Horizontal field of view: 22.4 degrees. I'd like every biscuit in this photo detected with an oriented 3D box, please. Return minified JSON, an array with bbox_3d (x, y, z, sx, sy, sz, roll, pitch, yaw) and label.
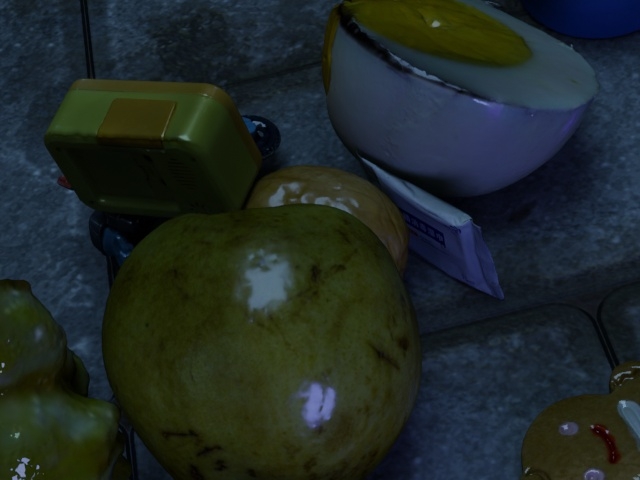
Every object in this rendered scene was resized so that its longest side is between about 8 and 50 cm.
[{"bbox_3d":[0.301,0.191,1.539,0.249,0.035,0.184,-17,43,-3],"label":"biscuit"}]

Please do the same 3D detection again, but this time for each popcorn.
[{"bbox_3d":[-0.344,0.210,1.505,0.321,0.290,0.326,-30,20,6],"label":"popcorn"}]

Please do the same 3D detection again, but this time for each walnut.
[{"bbox_3d":[0.000,0.000,1.726,0.206,0.159,0.159,21,53,30],"label":"walnut"}]

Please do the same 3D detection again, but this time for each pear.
[{"bbox_3d":[-0.048,0.113,1.527,0.304,0.304,0.304,-7,44,7],"label":"pear"}]

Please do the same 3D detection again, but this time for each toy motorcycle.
[{"bbox_3d":[-0.177,-0.075,1.876,0.182,0.123,0.272,21,52,18],"label":"toy motorcycle"}]

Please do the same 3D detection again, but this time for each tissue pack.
[{"bbox_3d":[0.114,-0.016,1.736,0.026,0.122,0.193,-43,50,-19],"label":"tissue pack"}]

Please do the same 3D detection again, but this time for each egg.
[{"bbox_3d":[0.139,-0.149,1.809,0.337,0.201,0.337,13,28,-7],"label":"egg"}]

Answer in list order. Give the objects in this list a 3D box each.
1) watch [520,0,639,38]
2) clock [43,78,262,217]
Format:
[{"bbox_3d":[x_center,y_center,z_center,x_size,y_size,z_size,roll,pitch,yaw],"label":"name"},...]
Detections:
[{"bbox_3d":[0.384,-0.391,2.010,0.305,0.241,0.274,5,63,22],"label":"watch"},{"bbox_3d":[-0.177,-0.097,1.712,0.202,0.143,0.096,6,53,26],"label":"clock"}]
